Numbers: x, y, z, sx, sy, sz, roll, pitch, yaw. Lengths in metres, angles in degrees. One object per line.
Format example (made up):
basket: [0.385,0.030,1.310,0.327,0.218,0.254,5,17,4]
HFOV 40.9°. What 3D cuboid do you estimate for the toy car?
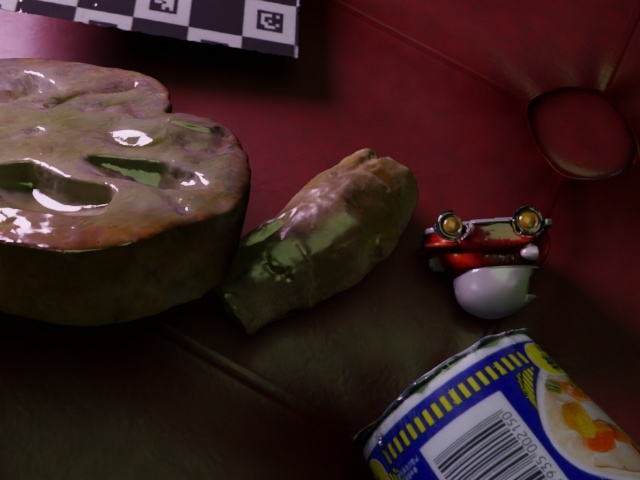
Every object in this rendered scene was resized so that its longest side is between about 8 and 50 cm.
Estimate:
toy car: [0.179,0.029,0.921,0.139,0.112,0.112,-2,79,0]

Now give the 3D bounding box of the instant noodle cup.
instant noodle cup: [0.192,0.254,0.724,0.284,0.284,0.312,-25,62,-21]

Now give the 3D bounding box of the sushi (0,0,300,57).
sushi: [-0.194,-0.372,1.077,0.343,0.064,0.359,7,60,-11]

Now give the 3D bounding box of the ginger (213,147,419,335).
ginger: [0.000,0.000,0.892,0.263,0.109,0.116,-35,98,-23]

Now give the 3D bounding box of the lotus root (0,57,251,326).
lotus root: [-0.263,-0.056,0.789,0.390,0.111,0.375,30,39,27]
